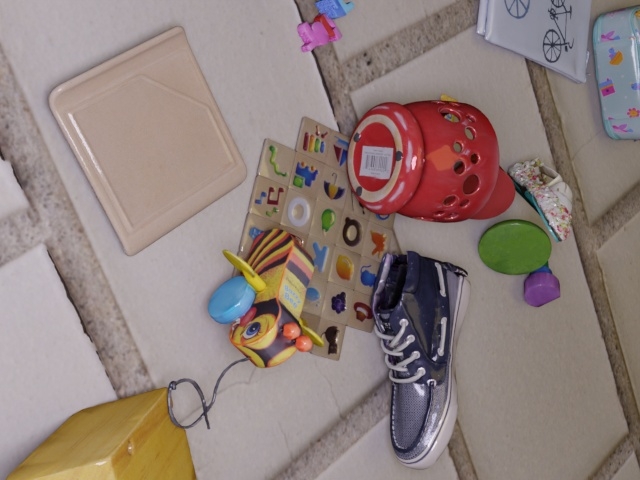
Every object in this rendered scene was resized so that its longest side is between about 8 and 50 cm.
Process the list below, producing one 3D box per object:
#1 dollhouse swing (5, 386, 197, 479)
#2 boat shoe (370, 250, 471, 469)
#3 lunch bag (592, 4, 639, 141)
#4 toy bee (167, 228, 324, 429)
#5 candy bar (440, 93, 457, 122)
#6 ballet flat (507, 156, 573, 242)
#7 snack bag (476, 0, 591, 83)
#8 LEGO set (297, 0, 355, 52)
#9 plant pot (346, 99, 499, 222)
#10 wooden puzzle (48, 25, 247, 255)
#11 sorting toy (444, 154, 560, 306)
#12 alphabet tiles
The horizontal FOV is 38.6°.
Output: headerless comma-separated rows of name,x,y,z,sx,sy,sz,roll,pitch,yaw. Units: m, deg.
dollhouse swing,-0.324,0.406,1.095,0.315,0.305,0.346,-57,136,-76
boat shoe,0.135,0.178,1.444,0.158,0.127,0.340,27,64,-38
lunch bag,0.661,-0.345,1.888,0.224,0.108,0.279,-26,109,-46
toy bee,-0.061,0.110,1.204,0.195,0.162,0.298,27,62,-43
candy bar,0.213,-0.170,1.572,0.040,0.018,0.161,13,81,-39
ballet flat,0.394,-0.084,1.597,0.077,0.241,0.091,-35,120,10
snack bag,0.422,-0.492,1.738,0.343,0.037,0.322,9,85,-43
LEGO set,-0.035,-0.369,1.318,0.093,0.087,0.227,-49,118,-29
plant pot,0.149,-0.125,1.396,0.174,0.191,0.191,3,88,-35
wooden puzzle,-0.220,-0.131,1.196,0.221,0.044,0.238,-38,118,-34
sorting toy,0.338,-0.038,1.643,0.365,0.127,0.126,51,32,-33
alphabet tiles,0.000,0.000,1.399,0.285,0.011,0.342,21,77,-39
